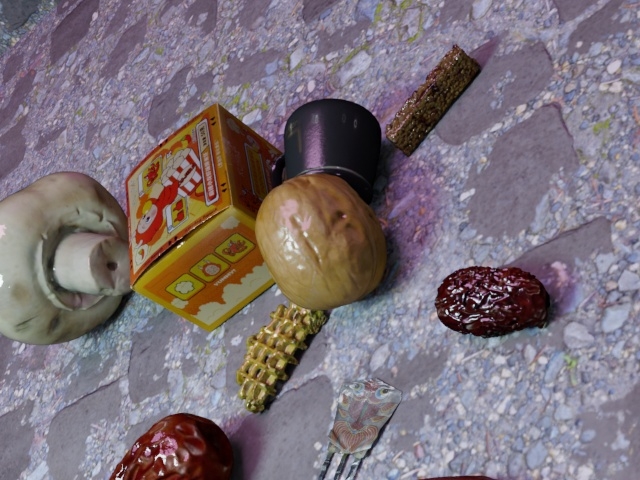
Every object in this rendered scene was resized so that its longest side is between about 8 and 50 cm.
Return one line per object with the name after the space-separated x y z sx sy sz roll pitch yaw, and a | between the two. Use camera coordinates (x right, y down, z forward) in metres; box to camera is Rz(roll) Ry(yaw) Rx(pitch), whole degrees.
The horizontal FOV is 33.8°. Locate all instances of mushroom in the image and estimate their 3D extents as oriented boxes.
-0.519 0.022 2.088 0.353 0.353 0.325 -30 65 29 | mushroom

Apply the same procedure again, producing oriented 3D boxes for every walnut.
0.000 0.000 1.653 0.195 0.222 0.195 -32 -6 -4 | walnut

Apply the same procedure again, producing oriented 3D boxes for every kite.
0.034 0.304 1.535 0.127 0.016 0.229 3 60 53 | kite

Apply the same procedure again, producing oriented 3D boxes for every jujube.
-0.242 0.375 1.671 0.230 0.155 0.155 -48 35 22 | jujube
0.230 0.077 1.436 0.166 0.104 0.104 -12 52 37 | jujube

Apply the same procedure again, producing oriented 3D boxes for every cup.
0.001 -0.128 1.812 0.223 0.169 0.176 -25 52 37 | cup

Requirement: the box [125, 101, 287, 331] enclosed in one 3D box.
-0.199 -0.043 1.908 0.259 0.214 0.283 -38 41 23 | box

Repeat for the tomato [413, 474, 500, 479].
0.099 0.386 1.255 0.309 0.170 0.309 -28 43 29 | tomato

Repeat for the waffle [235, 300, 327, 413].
-0.066 0.179 1.724 0.192 0.046 0.160 -38 36 20 | waffle

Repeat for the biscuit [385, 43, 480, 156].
0.187 -0.236 1.774 0.199 0.064 0.034 -51 35 4 | biscuit
